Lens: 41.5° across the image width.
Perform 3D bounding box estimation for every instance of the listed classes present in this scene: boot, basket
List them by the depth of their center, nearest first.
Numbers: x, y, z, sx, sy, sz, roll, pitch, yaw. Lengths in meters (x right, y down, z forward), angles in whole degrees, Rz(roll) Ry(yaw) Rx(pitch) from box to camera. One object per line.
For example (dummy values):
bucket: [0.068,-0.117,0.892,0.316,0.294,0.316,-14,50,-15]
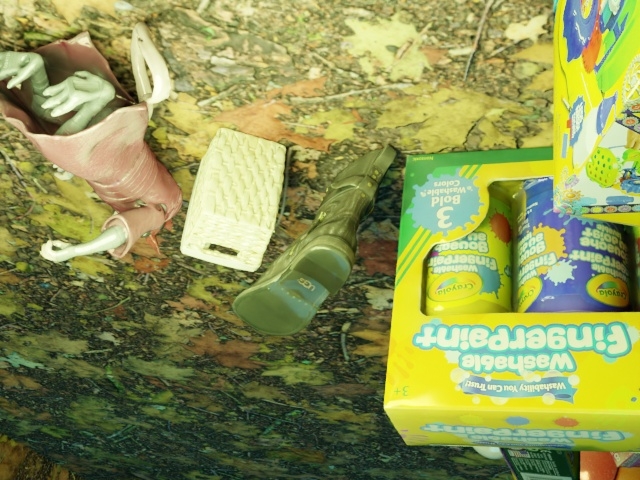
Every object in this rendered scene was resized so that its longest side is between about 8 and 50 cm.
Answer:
basket: [-0.116,-0.060,1.162,0.113,0.167,0.103,15,144,-13]
boot: [0.000,0.000,1.168,0.091,0.229,0.263,40,133,-15]

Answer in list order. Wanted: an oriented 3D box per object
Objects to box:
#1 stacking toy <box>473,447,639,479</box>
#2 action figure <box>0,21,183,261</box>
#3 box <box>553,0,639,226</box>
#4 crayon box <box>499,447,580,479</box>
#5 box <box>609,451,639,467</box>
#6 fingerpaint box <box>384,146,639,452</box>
stacking toy: [0.564,0.520,1.967,0.480,0.350,0.350,23,152,10]
action figure: [-0.268,-0.119,1.123,0.276,0.248,0.370,-26,143,4]
box: [0.315,-0.198,0.675,0.177,0.289,0.279,9,150,-1]
crayon box: [0.354,0.201,1.351,0.106,0.313,0.363,-1,150,22]
box: [0.505,0.199,1.188,0.123,0.128,0.256,7,133,-28]
fingerpaint box: [0.323,0.067,1.066,0.445,0.371,0.163,-1,150,17]
